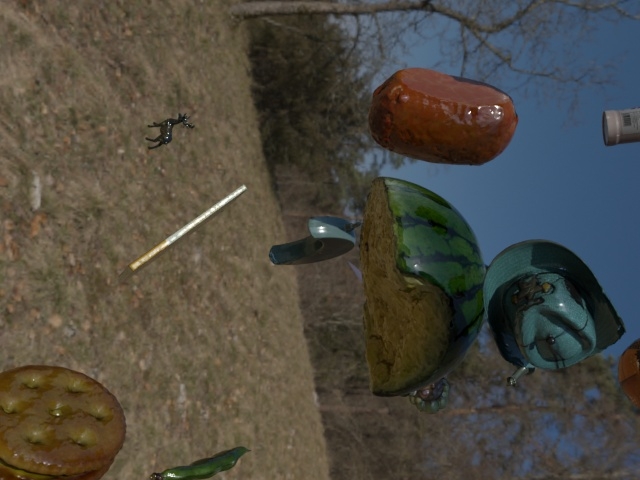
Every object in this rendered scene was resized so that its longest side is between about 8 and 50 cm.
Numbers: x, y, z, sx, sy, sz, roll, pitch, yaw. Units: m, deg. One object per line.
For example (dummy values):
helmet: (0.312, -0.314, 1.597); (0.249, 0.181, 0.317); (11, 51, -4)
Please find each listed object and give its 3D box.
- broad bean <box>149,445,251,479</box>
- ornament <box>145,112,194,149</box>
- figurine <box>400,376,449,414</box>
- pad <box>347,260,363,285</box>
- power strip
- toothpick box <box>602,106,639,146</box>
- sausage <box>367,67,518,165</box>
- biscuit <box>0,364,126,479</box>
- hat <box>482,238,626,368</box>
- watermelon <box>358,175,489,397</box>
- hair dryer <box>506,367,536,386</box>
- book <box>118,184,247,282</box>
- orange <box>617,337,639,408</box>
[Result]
broad bean: (-0.261, 0.523, 1.424); (0.297, 0.060, 0.043); (7, 94, -55)
ornament: (-0.333, -0.245, 1.371); (0.028, 0.125, 0.074); (38, 51, -59)
figurine: (0.229, 0.294, 1.357); (0.093, 0.147, 0.197); (44, -25, 57)
pad: (0.137, 0.140, 1.706); (0.113, 0.006, 0.188); (39, 16, -53)
power strip: (0.000, 0.000, 1.428); (0.253, 0.167, 0.054); (-32, -116, 52)
toothpick box: (0.835, -0.306, 1.636); (0.098, 0.148, 0.099); (-5, 90, -73)
sausage: (0.220, -0.219, 1.117); (0.153, 0.267, 0.141); (-79, 179, -45)
biscuit: (-0.390, 0.266, 0.884); (0.066, 0.220, 0.220); (-61, -168, 17)
hat: (0.256, 0.094, 0.685); (0.191, 0.138, 0.078); (54, 28, -24)
watermelon: (0.159, 0.069, 0.947); (0.331, 0.189, 0.331); (-173, -90, -86)
hair dryer: (0.314, 0.159, 0.884); (0.057, 0.197, 0.101); (2, -65, 46)
book: (-0.302, -0.013, 1.335); (0.020, 0.295, 0.208); (54, -24, -5)
orange: (0.920, 0.361, 1.647); (0.182, 0.234, 0.235); (-64, 160, -77)
